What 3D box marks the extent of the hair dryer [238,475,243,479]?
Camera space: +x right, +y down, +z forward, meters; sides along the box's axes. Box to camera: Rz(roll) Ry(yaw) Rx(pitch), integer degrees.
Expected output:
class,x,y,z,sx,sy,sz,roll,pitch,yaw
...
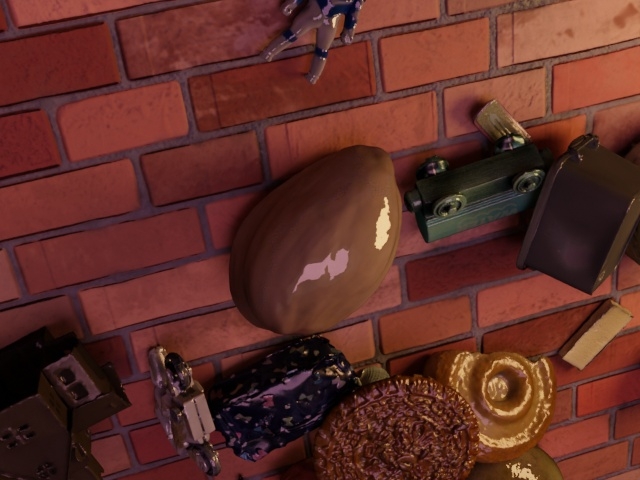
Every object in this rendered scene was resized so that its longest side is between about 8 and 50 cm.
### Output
class,x,y,z,sx,sy,sz,roll,pitch,yaw
hair dryer,-0.136,0.524,1.622,0.117,0.064,0.181,-18,114,-6

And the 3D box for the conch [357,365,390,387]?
class,x,y,z,sx,sy,sz,roll,pitch,yaw
conch,0.104,0.276,1.556,0.076,0.057,0.085,-36,124,-11

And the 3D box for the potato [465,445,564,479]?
class,x,y,z,sx,sy,sz,roll,pitch,yaw
potato,0.361,0.469,1.681,0.251,0.174,0.159,28,114,-13

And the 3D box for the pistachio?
class,x,y,z,sx,sy,sz,roll,pitch,yaw
pistachio,0.000,0.000,1.293,0.226,0.208,0.332,42,94,13

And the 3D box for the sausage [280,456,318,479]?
class,x,y,z,sx,sy,sz,roll,pitch,yaw
sausage,0.032,0.481,1.597,0.255,0.148,0.148,17,112,-24

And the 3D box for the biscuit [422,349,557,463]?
class,x,y,z,sx,sy,sz,roll,pitch,yaw
biscuit,0.323,0.308,1.587,0.274,0.091,0.213,2,81,-24

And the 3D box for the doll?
class,x,y,z,sx,sy,sz,roll,pitch,yaw
doll,0.013,-0.332,1.186,0.114,0.057,0.227,25,118,-21

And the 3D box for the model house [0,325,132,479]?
class,x,y,z,sx,sy,sz,roll,pitch,yaw
model house,-0.392,0.282,1.305,0.205,0.211,0.243,-27,118,0

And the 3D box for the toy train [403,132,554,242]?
class,x,y,z,sx,sy,sz,roll,pitch,yaw
toy train,0.256,-0.076,1.382,0.248,0.101,0.159,-17,145,-4

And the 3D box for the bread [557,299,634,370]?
class,x,y,z,sx,sy,sz,roll,pitch,yaw
bread,0.534,0.184,1.655,0.068,0.028,0.153,29,107,-29

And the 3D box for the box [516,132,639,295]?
class,x,y,z,sx,sy,sz,roll,pitch,yaw
box,0.436,-0.036,1.387,0.163,0.135,0.243,-31,142,-42

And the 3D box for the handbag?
class,x,y,z,sx,sy,sz,roll,pitch,yaw
handbag,-0.064,0.271,1.466,0.260,0.113,0.162,-29,120,-2

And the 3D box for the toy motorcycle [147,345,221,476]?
class,x,y,z,sx,sy,sz,roll,pitch,yaw
toy motorcycle,-0.231,0.283,1.413,0.074,0.151,0.228,-27,107,-31

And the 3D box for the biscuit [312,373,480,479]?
class,x,y,z,sx,sy,sz,roll,pitch,yaw
biscuit,0.135,0.365,1.478,0.306,0.038,0.305,-4,114,-9

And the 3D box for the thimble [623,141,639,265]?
class,x,y,z,sx,sy,sz,roll,pitch,yaw
thimble,0.636,-0.066,1.466,0.254,0.167,0.288,-15,123,-10

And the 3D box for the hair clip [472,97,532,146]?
class,x,y,z,sx,sy,sz,roll,pitch,yaw
hair clip,0.293,-0.180,1.376,0.054,0.022,0.137,-47,129,11
